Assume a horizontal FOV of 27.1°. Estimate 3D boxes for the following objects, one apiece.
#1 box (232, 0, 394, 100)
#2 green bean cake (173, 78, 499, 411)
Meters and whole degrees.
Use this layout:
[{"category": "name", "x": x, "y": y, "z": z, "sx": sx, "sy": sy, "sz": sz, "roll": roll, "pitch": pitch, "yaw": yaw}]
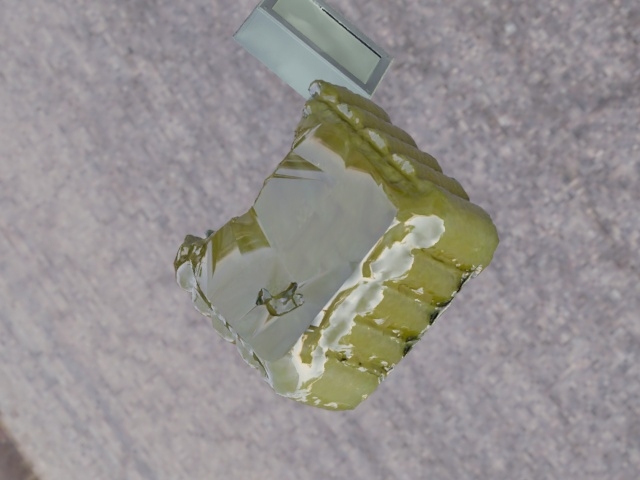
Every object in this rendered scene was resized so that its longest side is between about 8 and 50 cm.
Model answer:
[{"category": "box", "x": -0.008, "y": -0.304, "z": 2.094, "sx": 0.225, "sy": 0.129, "sz": 0.086, "roll": 38, "pitch": 133, "yaw": -9}, {"category": "green bean cake", "x": 0.000, "y": 0.000, "z": 1.166, "sx": 0.124, "sy": 0.236, "sz": 0.233, "roll": 25, "pitch": -163, "yaw": -51}]
